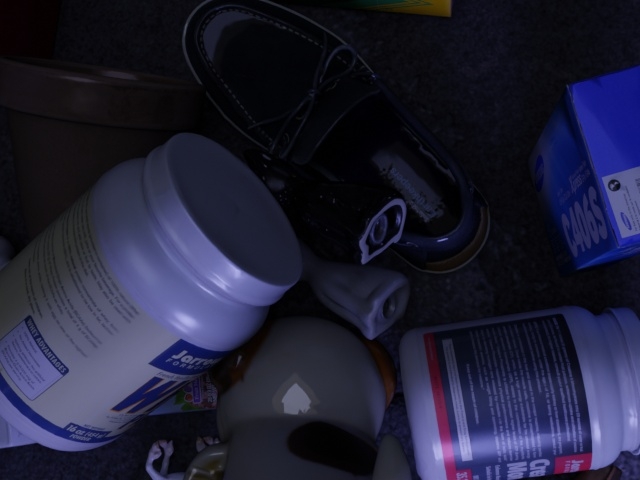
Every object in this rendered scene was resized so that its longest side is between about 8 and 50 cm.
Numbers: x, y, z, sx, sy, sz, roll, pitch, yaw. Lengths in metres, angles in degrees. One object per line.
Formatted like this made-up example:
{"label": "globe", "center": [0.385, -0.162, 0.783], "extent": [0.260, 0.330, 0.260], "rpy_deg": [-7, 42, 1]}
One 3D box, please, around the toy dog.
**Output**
{"label": "toy dog", "center": [-0.030, 0.263, 0.946], "extent": [0.285, 0.395, 0.408], "rpy_deg": [4, 39, -8]}

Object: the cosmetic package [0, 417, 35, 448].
{"label": "cosmetic package", "center": [-0.410, 0.186, 1.083], "extent": [0.184, 0.151, 0.151], "rpy_deg": [-13, 81, 25]}

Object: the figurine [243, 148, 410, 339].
{"label": "figurine", "center": [0.000, 0.000, 1.041], "extent": [0.209, 0.215, 0.092], "rpy_deg": [26, 53, 32]}

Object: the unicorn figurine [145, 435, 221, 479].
{"label": "unicorn figurine", "center": [-0.187, 0.313, 1.108], "extent": [0.162, 0.060, 0.111], "rpy_deg": [-5, 82, 6]}

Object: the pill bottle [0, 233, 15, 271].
{"label": "pill bottle", "center": [-0.485, 0.021, 1.157], "extent": [0.193, 0.108, 0.108], "rpy_deg": [34, 88, 10]}

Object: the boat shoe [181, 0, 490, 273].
{"label": "boat shoe", "center": [0.014, -0.155, 1.098], "extent": [0.500, 0.156, 0.187], "rpy_deg": [44, 91, 11]}

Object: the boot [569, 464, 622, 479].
{"label": "boot", "center": [0.224, 0.350, 1.037], "extent": [0.305, 0.112, 0.115], "rpy_deg": [-40, 69, 3]}

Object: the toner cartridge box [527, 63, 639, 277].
{"label": "toner cartridge box", "center": [0.304, -0.057, 0.951], "extent": [0.075, 0.348, 0.165], "rpy_deg": [-14, 81, 6]}

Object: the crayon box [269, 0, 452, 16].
{"label": "crayon box", "center": [0.045, -0.503, 1.163], "extent": [0.313, 0.106, 0.362], "rpy_deg": [7, 84, 7]}

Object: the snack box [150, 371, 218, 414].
{"label": "snack box", "center": [-0.209, 0.123, 1.130], "extent": [0.175, 0.070, 0.207], "rpy_deg": [-5, 81, 7]}

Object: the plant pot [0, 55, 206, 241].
{"label": "plant pot", "center": [-0.287, -0.105, 1.099], "extent": [0.263, 0.263, 0.229], "rpy_deg": [9, 101, 8]}

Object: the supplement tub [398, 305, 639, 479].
{"label": "supplement tub", "center": [0.238, 0.180, 1.008], "extent": [0.272, 0.191, 0.191], "rpy_deg": [-9, 82, 6]}

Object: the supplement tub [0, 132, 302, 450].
{"label": "supplement tub", "center": [-0.204, 0.058, 0.945], "extent": [0.325, 0.235, 0.235], "rpy_deg": [-38, 79, 22]}

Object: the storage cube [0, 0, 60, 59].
{"label": "storage cube", "center": [-0.478, -0.325, 1.158], "extent": [0.184, 0.193, 0.215], "rpy_deg": [5, 83, 7]}
